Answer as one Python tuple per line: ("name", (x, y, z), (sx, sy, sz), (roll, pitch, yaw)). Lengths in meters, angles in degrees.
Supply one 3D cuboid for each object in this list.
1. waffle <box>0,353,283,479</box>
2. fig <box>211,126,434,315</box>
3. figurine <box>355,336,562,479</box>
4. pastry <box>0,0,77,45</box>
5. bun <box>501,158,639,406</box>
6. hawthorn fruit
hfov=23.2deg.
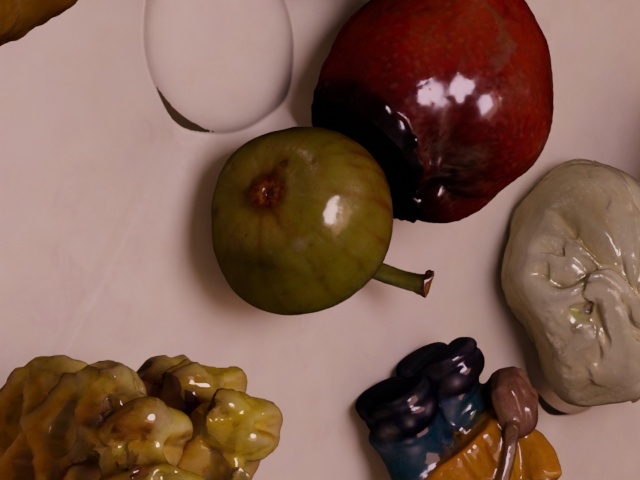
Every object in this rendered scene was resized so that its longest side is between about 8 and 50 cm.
("waffle", (-0.147, 0.229, 1.011), (0.151, 0.261, 0.324), (12, 87, -38))
("fig", (-0.004, -0.015, 1.214), (0.186, 0.148, 0.142), (17, 62, -77))
("figurine", (0.153, 0.251, 1.354), (0.185, 0.204, 0.332), (-37, 87, -31))
("pastry", (-0.271, -0.275, 0.950), (0.356, 0.164, 0.356), (4, 84, -40))
("bun", (0.267, 0.041, 1.429), (0.229, 0.145, 0.229), (-1, 91, -37))
("hawthorn fruit", (0.096, -0.133, 1.265), (0.189, 0.189, 0.251), (46, 47, -32))
